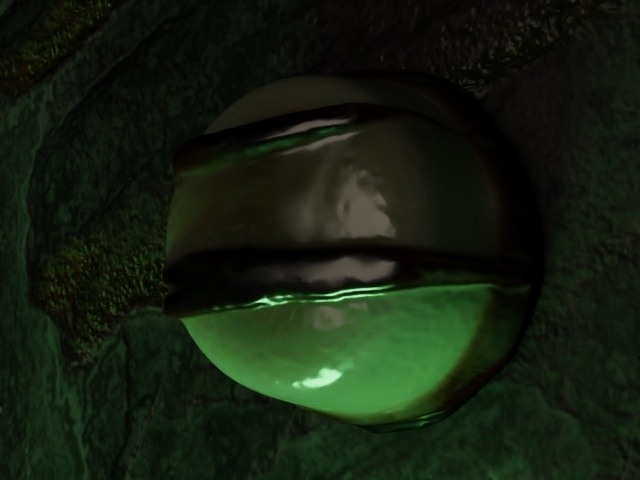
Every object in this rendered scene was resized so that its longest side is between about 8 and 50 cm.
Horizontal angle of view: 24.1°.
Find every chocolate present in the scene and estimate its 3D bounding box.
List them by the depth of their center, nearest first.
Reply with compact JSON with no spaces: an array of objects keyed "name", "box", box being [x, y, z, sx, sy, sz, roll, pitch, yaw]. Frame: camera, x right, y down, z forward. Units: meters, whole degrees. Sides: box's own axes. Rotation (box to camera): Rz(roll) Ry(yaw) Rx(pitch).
[{"name":"chocolate","box":[0.000,0.000,1.068,0.283,0.186,0.284,-6,82,43]}]

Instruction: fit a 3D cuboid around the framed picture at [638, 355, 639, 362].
[{"name":"framed picture","box":[0.285,0.074,0.870,0.199,0.010,0.195,-56,40,32]}]
